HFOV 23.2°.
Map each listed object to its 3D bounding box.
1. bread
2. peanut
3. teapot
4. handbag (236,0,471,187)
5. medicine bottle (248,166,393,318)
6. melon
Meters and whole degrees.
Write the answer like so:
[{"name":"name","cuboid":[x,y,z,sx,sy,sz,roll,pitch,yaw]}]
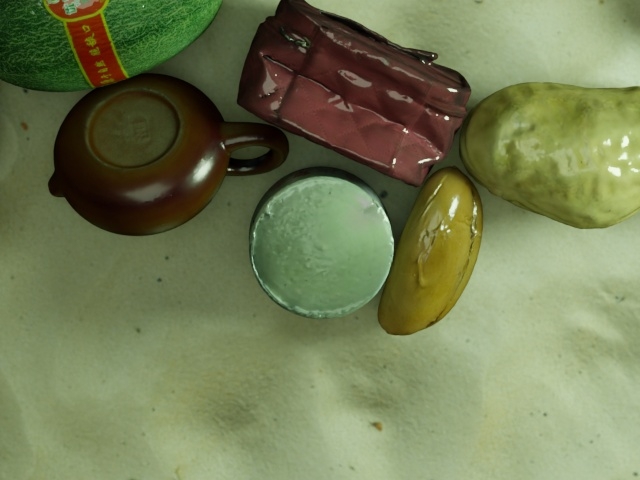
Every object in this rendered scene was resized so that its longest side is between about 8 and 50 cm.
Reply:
[{"name":"bread","cuboid":[0.118,0.017,1.597,0.077,0.114,0.189,20,102,15]},{"name":"peanut","cuboid":[0.298,-0.084,1.576,0.319,0.147,0.147,2,97,-4]},{"name":"teapot","cuboid":[-0.156,-0.080,1.582,0.252,0.135,0.178,-5,63,1]},{"name":"handbag","cuboid":[0.034,-0.152,1.561,0.225,0.146,0.135,26,102,-4]},{"name":"medicine bottle","cuboid":[0.000,0.000,1.580,0.147,0.143,0.147,0,96,0]},{"name":"melon","cuboid":[-0.235,-0.238,1.532,0.288,0.182,0.182,-19,97,4]}]
